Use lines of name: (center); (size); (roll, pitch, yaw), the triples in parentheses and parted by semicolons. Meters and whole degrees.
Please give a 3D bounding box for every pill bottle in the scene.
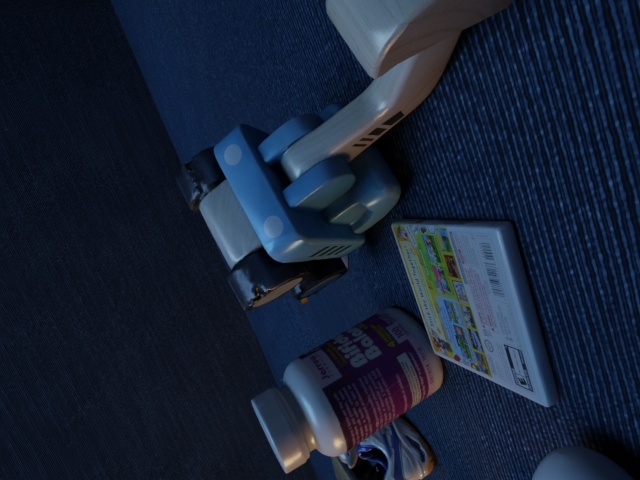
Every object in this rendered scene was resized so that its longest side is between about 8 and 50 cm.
pill bottle: (0.043, 0.251, 0.712); (0.169, 0.301, 0.169); (51, 155, 34)

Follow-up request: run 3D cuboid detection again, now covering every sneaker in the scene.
sneaker: (0.124, 0.435, 0.978); (0.296, 0.130, 0.112); (40, 151, 52)

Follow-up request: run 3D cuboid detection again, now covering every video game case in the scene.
video game case: (0.192, 0.080, 0.550); (0.206, 0.026, 0.227); (9, 122, 66)

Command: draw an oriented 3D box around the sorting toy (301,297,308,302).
sorting toy: (-0.073, 0.018, 1.098); (0.307, 0.041, 0.229); (81, 166, -48)

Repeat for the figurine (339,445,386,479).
figurine: (0.116, 0.576, 1.078); (0.215, 0.092, 0.209); (61, -166, 12)

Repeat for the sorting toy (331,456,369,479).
sorting toy: (0.144, 0.874, 1.492); (0.255, 0.089, 0.257); (42, 150, 47)

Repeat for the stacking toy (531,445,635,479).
stacking toy: (0.325, 0.440, 0.365); (0.351, 0.350, 0.480); (114, 147, -64)

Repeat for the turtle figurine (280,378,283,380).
turtle figurine: (-0.038, 0.499, 1.476); (0.234, 0.118, 0.175); (2, 131, 51)

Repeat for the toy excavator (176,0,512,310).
toy excavator: (0.015, -0.110, 0.531); (0.222, 0.445, 0.433); (59, -160, 13)

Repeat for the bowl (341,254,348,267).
bowl: (0.000, 0.000, 0.898); (0.142, 0.053, 0.142); (48, 156, 40)
